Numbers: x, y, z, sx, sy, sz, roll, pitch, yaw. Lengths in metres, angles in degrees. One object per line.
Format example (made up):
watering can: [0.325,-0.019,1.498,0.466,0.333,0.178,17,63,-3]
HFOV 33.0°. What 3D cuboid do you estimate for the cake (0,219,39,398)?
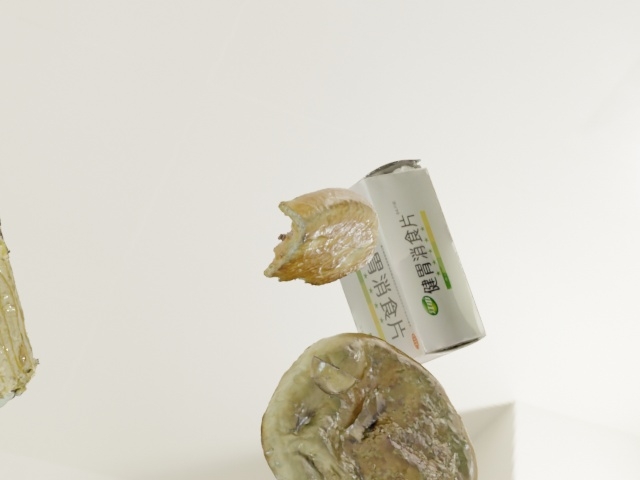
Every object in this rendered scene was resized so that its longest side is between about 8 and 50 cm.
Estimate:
cake: [-0.324,0.051,0.953,0.080,0.116,0.185,-47,135,-57]

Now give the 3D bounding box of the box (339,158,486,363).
box: [0.134,0.047,1.846,0.173,0.145,0.332,-32,-107,54]

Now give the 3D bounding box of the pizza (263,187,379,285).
pizza: [0.006,-0.004,1.276,0.134,0.271,0.056,-45,-110,18]

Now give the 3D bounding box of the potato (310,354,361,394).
potato: [0.018,0.174,1.329,0.037,0.093,0.036,26,-96,35]

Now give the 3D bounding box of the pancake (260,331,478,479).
pancake: [0.086,0.306,1.576,0.082,0.387,0.387,-40,-145,42]

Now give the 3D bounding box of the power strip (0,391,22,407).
power strip: [-0.395,0.106,1.153,0.035,0.192,0.081,-49,-172,15]
